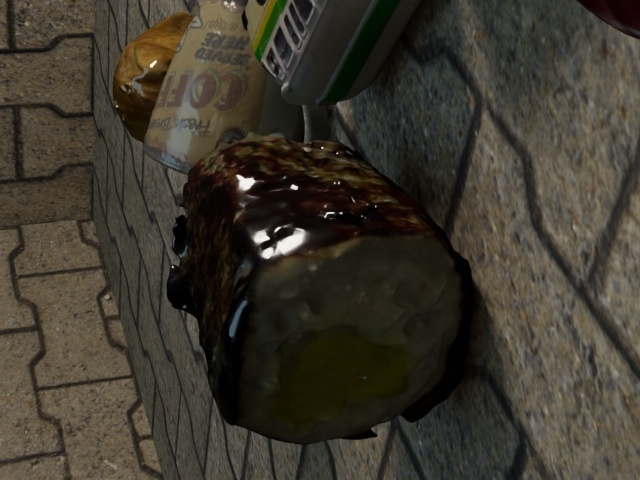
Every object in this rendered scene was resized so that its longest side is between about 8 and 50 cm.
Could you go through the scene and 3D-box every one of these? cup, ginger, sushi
[{"bbox_3d":[-0.091,-0.205,1.562,0.301,0.227,0.257,32,114,42],"label":"cup"},{"bbox_3d":[-0.269,-0.284,2.027,0.269,0.223,0.200,-123,29,-49],"label":"ginger"},{"bbox_3d":[-0.002,0.053,1.247,0.281,0.300,0.294,-66,30,15],"label":"sushi"}]

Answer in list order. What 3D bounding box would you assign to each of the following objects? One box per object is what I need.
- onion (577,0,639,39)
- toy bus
[{"bbox_3d":[0.243,-0.236,0.559,0.314,0.232,0.313,-22,62,48],"label":"onion"},{"bbox_3d":[0.020,-0.282,1.289,0.305,0.143,0.179,125,133,-61],"label":"toy bus"}]
